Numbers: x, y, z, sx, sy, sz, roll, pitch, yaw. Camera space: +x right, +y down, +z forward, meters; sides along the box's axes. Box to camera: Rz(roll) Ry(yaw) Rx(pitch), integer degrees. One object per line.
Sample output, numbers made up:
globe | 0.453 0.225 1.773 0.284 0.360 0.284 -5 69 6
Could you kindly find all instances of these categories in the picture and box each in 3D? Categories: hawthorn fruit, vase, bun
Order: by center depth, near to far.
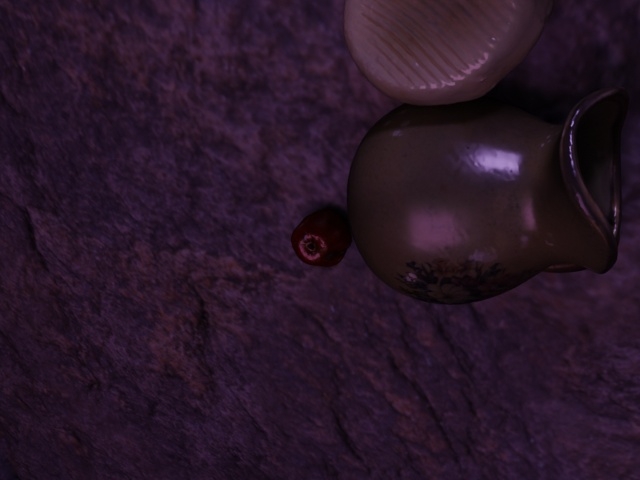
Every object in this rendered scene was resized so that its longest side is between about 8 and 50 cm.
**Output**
bun | 0.135 -0.239 0.846 0.222 0.127 0.222 2 95 28
vase | 0.220 -0.034 0.923 0.302 0.241 0.329 -3 158 37
hawthorn fruit | 0.000 0.000 1.185 0.093 0.093 0.093 19 135 20
